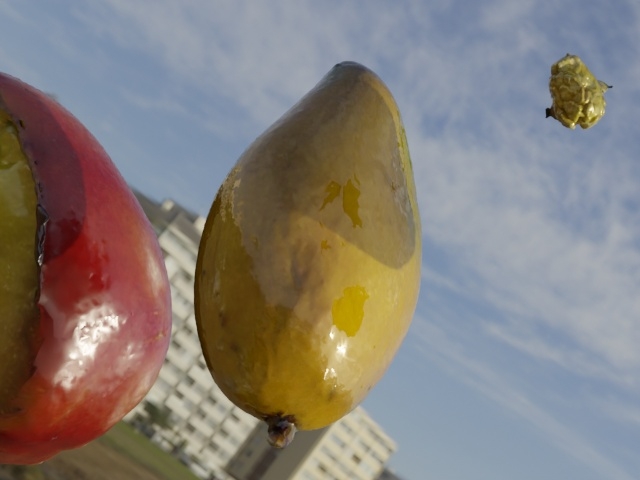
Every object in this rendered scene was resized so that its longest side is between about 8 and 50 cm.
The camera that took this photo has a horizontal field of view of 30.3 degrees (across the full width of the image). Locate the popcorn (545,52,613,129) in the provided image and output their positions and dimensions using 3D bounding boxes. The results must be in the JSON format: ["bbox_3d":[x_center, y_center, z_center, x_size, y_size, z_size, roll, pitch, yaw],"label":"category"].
[{"bbox_3d":[0.278,-0.159,1.323,0.084,0.084,0.084,36,-12,8],"label":"popcorn"}]

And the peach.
[{"bbox_3d":[-0.269,0.014,0.995,0.281,0.281,0.338,20,-42,56],"label":"peach"}]

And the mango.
[{"bbox_3d":[0.000,0.000,0.831,0.119,0.316,0.176,-17,-48,38],"label":"mango"}]
